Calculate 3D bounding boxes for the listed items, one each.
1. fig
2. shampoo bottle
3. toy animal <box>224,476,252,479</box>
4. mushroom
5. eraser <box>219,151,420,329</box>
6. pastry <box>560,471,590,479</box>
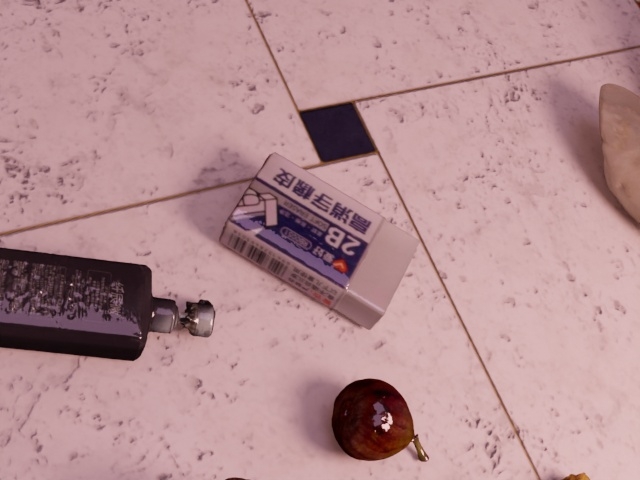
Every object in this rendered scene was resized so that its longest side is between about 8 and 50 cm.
[{"bbox_3d":[0.074,0.204,1.051,0.125,0.089,0.089,27,53,-33],"label":"fig"},{"bbox_3d":[-0.265,0.068,1.007,0.309,0.071,0.098,8,59,-15],"label":"shampoo bottle"},{"bbox_3d":[-0.001,0.295,0.920,0.312,0.157,0.097,14,59,-9],"label":"toy animal"},{"bbox_3d":[0.484,-0.067,1.308,0.128,0.128,0.350,-35,80,-31],"label":"mushroom"},{"bbox_3d":[0.000,0.000,1.137,0.210,0.068,0.124,31,54,-1],"label":"eraser"},{"bbox_3d":[0.294,0.331,1.058,0.080,0.056,0.140,-16,67,-25],"label":"pastry"}]
